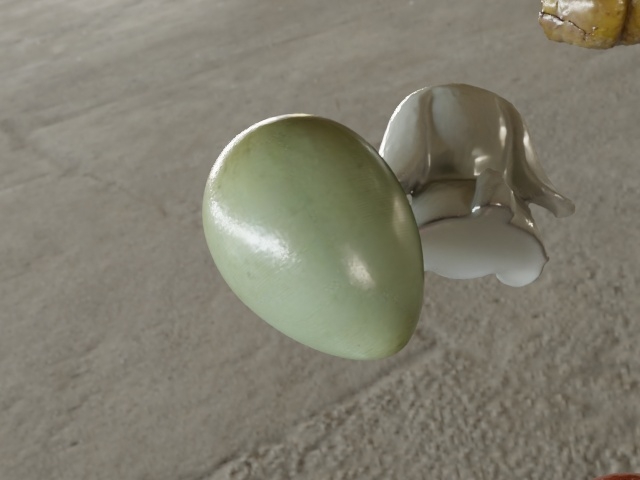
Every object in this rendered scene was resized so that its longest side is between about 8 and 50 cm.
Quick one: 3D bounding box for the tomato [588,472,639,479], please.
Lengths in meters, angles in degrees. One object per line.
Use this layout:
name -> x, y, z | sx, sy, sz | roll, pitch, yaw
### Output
tomato -> 0.470, 0.507, 1.562 | 0.321, 0.321, 0.321 | -13, 21, 5

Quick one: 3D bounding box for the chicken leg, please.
chicken leg -> 0.428, -0.289, 1.271 | 0.295, 0.182, 0.409 | -17, 43, -9

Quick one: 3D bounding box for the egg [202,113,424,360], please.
egg -> 0.000, 0.000, 1.121 | 0.218, 0.295, 0.218 | -36, -12, -9

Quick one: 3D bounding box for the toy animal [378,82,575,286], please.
toy animal -> 0.190, -0.091, 1.357 | 0.272, 0.206, 0.265 | 5, 55, -3
